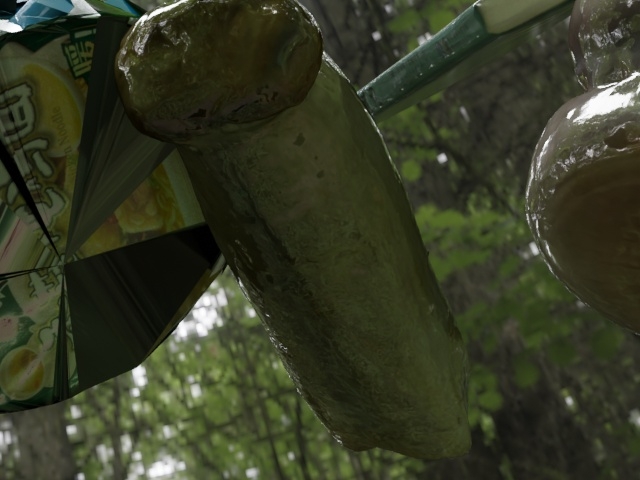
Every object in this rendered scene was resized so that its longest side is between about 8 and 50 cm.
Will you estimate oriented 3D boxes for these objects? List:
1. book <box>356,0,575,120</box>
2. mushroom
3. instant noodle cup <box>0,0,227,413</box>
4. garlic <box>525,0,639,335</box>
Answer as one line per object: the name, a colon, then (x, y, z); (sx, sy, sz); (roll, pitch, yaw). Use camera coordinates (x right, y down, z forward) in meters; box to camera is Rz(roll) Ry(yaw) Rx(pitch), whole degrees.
book: (0.149, -0.165, 1.169); (0.264, 0.031, 0.379); (-29, 1, -20)
mushroom: (0.000, 0.000, 0.746); (0.100, 0.081, 0.312); (6, -36, 29)
instant noodle cup: (-0.174, -0.051, 0.799); (0.240, 0.178, 0.240); (-25, -43, -26)
garlic: (0.264, -0.054, 0.928); (0.246, 0.231, 0.340); (-4, -31, 44)
